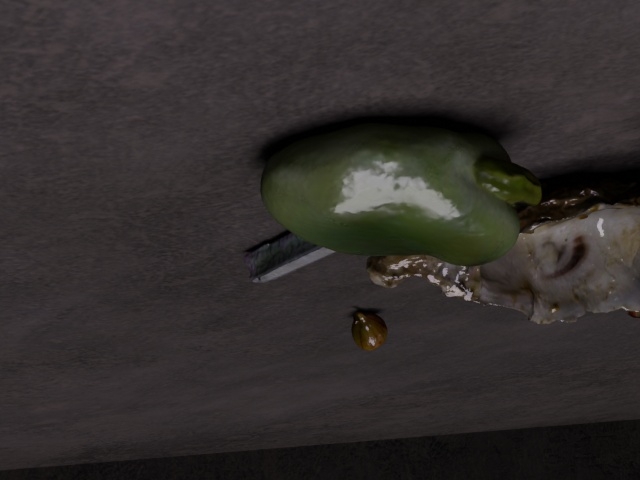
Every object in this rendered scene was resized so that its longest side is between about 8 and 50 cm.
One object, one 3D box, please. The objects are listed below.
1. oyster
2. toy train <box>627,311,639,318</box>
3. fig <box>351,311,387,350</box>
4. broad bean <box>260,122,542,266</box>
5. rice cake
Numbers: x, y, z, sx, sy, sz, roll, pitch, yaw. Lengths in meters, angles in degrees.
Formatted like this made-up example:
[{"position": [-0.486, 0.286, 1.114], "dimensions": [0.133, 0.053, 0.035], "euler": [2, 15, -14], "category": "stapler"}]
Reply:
[{"position": [0.254, -0.012, 1.197], "dimensions": [0.396, 0.111, 0.204], "euler": [1, 145, -30], "category": "oyster"}, {"position": [0.492, 0.057, 1.573], "dimensions": [0.176, 0.074, 0.118], "euler": [-18, -166, -12], "category": "toy train"}, {"position": [0.060, 0.115, 1.614], "dimensions": [0.050, 0.050, 0.083], "euler": [-13, 150, 15], "category": "fig"}, {"position": [0.067, -0.036, 0.975], "dimensions": [0.228, 0.100, 0.169], "euler": [-5, 158, -5], "category": "broad bean"}, {"position": [0.000, 0.000, 1.183], "dimensions": [0.047, 0.036, 0.207], "euler": [-11, 170, -43], "category": "rice cake"}]
